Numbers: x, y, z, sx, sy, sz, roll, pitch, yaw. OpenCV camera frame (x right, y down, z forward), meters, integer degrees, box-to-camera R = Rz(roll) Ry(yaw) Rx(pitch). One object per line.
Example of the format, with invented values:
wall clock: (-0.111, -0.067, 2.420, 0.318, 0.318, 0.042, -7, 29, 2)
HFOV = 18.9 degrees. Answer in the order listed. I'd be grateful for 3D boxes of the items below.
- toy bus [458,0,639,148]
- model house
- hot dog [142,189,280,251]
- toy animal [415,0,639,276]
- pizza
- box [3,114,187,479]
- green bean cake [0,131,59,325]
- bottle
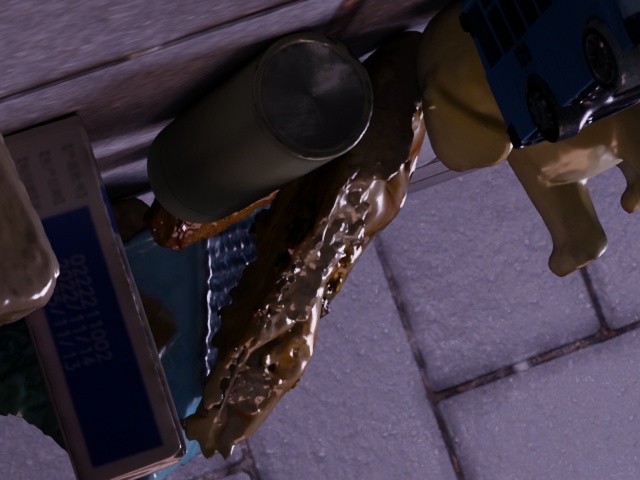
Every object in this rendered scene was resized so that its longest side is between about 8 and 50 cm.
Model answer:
toy bus: (0.137, -0.115, 0.910, 0.090, 0.106, 0.185, -23, 173, -16)
model house: (-0.146, 0.031, 1.513, 0.241, 0.226, 0.261, -58, 175, 8)
hot dog: (-0.059, -0.047, 1.338, 0.147, 0.065, 0.099, -26, 179, -8)
toy animal: (0.162, -0.081, 1.159, 0.121, 0.169, 0.233, -37, 168, 37)
pizza: (0.000, 0.000, 1.170, 0.189, 0.071, 0.297, -46, -167, 53)
box: (-0.146, 0.047, 1.189, 0.065, 0.200, 0.343, -17, 178, -7)
green bean cake: (-0.205, 0.005, 0.795, 0.179, 0.109, 0.085, -21, 176, 35)
bottle: (-0.040, -0.061, 1.116, 0.072, 0.072, 0.201, -19, 177, -24)
